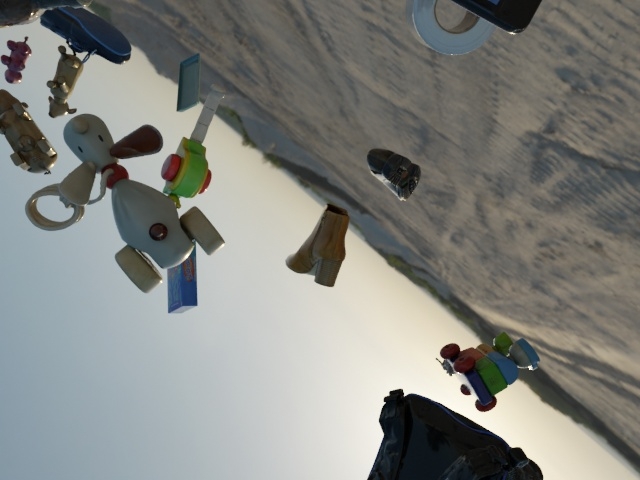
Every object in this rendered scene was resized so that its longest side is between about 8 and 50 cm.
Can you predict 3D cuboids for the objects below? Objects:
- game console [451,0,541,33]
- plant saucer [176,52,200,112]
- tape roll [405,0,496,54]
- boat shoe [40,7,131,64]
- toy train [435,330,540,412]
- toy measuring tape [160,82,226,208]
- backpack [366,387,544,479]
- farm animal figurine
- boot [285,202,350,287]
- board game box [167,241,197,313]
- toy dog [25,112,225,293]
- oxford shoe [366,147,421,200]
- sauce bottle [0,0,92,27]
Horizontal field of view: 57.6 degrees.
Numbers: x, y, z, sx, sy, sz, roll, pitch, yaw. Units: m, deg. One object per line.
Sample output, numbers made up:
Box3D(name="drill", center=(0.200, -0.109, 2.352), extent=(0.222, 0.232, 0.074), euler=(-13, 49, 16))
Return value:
Box3D(name="game console", center=(0.287, -0.540, 0.964), extent=(0.293, 0.250, 0.173), euler=(30, 164, 3))
Box3D(name="plant saucer", center=(-0.342, -0.411, 1.522), extent=(0.018, 0.067, 0.192), euler=(45, -149, -50))
Box3D(name="tape roll", center=(0.373, -0.660, 1.656), extent=(0.246, 0.246, 0.169), euler=(39, -162, -15))
Box3D(name="boat shoe", center=(-0.539, -0.473, 1.345), extent=(0.258, 0.089, 0.109), euler=(39, -146, 15))
Box3D(name="toy train", center=(0.316, 0.226, 1.142), extent=(0.105, 0.143, 0.248), euler=(60, 179, -6))
Box3D(name="toy measuring tape", center=(-0.296, -0.217, 1.405), extent=(0.121, 0.330, 0.121), euler=(26, -175, -2))
Box3D(name="backpack", center=(0.181, 0.401, 0.882), extent=(0.213, 0.263, 0.276), euler=(40, 167, -27))
Box3D(name="farm animal figurine", center=(-0.723, -0.308, 1.422), extent=(0.172, 0.330, 0.326), euler=(-172, 68, -76))
Box3D(name="boot", center=(-0.001, 0.000, 1.618), extent=(0.104, 0.211, 0.295), euler=(13, -177, -24))
Box3D(name="board game box", center=(-0.400, 0.096, 1.675), extent=(0.047, 0.210, 0.160), euler=(3, 164, -29))
Box3D(name="toy dog", center=(-0.306, -0.072, 0.909), extent=(0.334, 0.220, 0.161), euler=(31, 164, 4))
Box3D(name="oxford shoe", center=(0.164, -0.156, 1.305), extent=(0.096, 0.082, 0.227), euler=(34, 179, 26))
Box3D(name="sauce bottle", center=(-0.554, -0.416, 0.982), extent=(0.345, 0.111, 0.111), euler=(-2, 174, 11))
